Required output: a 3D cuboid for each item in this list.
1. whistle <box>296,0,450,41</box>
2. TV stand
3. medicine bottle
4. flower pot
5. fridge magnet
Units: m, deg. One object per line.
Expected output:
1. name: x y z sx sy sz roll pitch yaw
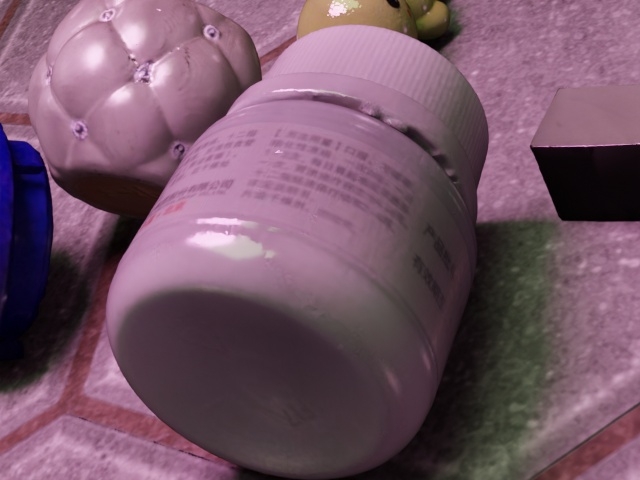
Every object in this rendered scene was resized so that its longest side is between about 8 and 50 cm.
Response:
1. whistle: 0.071 -0.263 1.328 0.141 0.141 0.294 2 44 37
2. TV stand: 0.310 -0.072 0.948 0.269 0.088 0.083 -1 43 36
3. medicine bottle: 0.000 0.000 0.936 0.245 0.245 0.306 -5 40 31
4. flower pot: -0.176 -0.133 1.244 0.246 0.246 0.195 -1 71 35
5. fridge magnet: -0.341 -0.003 1.219 0.113 0.265 0.265 3 21 -29
